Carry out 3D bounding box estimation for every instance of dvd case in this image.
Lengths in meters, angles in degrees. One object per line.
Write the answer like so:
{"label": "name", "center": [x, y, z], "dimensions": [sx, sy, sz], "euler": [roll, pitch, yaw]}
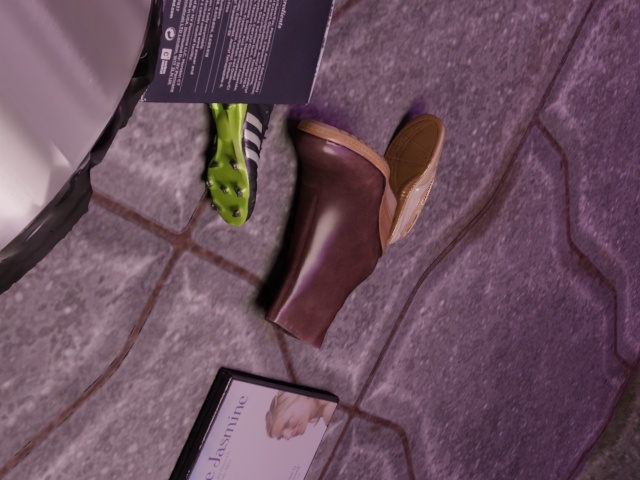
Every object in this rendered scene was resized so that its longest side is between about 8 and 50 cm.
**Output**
{"label": "dvd case", "center": [-0.078, 0.252, 1.363], "dimensions": [0.253, 0.022, 0.180], "euler": [24, 90, -57]}

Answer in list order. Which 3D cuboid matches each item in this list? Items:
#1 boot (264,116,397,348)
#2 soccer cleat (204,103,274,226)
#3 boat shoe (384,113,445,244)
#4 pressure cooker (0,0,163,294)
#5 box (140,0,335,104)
{"label": "boot", "center": [0.000, 0.000, 1.247], "dimensions": [0.206, 0.090, 0.248], "euler": [-61, 151, -11]}
{"label": "soccer cleat", "center": [-0.075, -0.098, 1.110], "dimensions": [0.072, 0.060, 0.178], "euler": [-31, 131, -43]}
{"label": "boat shoe", "center": [0.106, -0.073, 1.386], "dimensions": [0.059, 0.063, 0.170], "euler": [7, 112, -61]}
{"label": "pressure cooker", "center": [-0.298, -0.178, 0.461], "dimensions": [0.375, 0.370, 0.420], "euler": [-58, 150, -18]}
{"label": "box", "center": [-0.112, -0.181, 0.918], "dimensions": [0.207, 0.153, 0.108], "euler": [-7, 116, -52]}
